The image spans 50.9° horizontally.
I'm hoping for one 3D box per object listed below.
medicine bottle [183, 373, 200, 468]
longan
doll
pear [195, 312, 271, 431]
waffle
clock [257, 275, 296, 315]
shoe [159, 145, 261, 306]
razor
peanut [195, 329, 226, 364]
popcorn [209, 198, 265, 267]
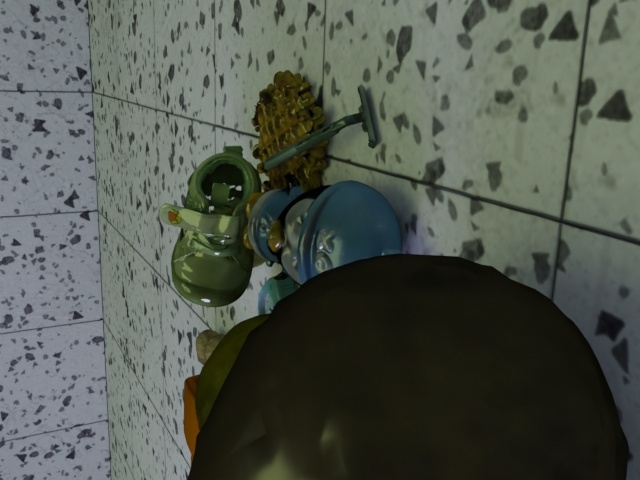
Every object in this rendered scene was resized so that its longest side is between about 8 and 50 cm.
[{"bbox_3d":[-0.241,0.427,1.524,0.149,0.111,0.222,35,125,56],"label":"medicine bottle"},{"bbox_3d":[0.070,0.233,0.594,0.404,0.403,0.436,-16,85,62],"label":"longan"},{"bbox_3d":[0.000,0.000,0.932,0.314,0.141,0.177,15,102,48],"label":"doll"},{"bbox_3d":[-0.062,0.243,1.017,0.321,0.268,0.269,-136,47,-66],"label":"pear"},{"bbox_3d":[-0.057,-0.163,1.134,0.229,0.051,0.232,49,137,43],"label":"waffle"},{"bbox_3d":[-0.082,0.135,1.239,0.147,0.045,0.108,-48,53,56],"label":"clock"},{"bbox_3d":[-0.173,-0.029,1.081,0.128,0.139,0.263,69,-148,-64],"label":"shoe"},{"bbox_3d":[-0.011,-0.146,0.987,0.211,0.035,0.084,-19,76,38],"label":"razor"},{"bbox_3d":[-0.237,0.249,1.523,0.187,0.082,0.082,3,98,63],"label":"peanut"},{"bbox_3d":[-0.136,-0.011,1.206,0.173,0.173,0.143,21,119,60],"label":"popcorn"}]
